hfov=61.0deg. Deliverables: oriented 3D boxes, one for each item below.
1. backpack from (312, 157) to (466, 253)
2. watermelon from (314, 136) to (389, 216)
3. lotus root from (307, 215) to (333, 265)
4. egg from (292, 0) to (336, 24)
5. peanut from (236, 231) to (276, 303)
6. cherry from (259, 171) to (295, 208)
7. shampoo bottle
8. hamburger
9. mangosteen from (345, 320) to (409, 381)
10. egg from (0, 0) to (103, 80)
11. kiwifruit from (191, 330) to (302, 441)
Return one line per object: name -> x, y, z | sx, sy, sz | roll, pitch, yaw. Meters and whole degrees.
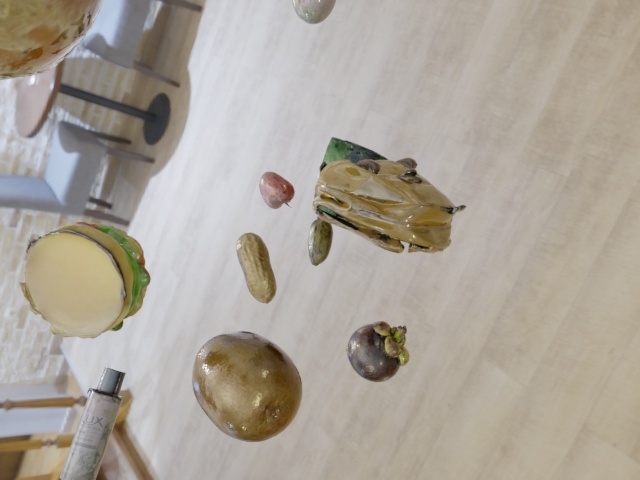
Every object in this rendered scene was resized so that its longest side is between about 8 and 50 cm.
backpack -> 0.181, -0.101, 1.406 | 0.377, 0.353, 0.201 | 25, 111, 27
watermelon -> 0.124, -0.130, 1.708 | 0.292, 0.319, 0.222 | 23, 72, 4
lotus root -> 0.000, 0.000, 1.793 | 0.080, 0.089, 0.180 | 4, 71, 5
egg -> -0.013, -0.554, 1.216 | 0.103, 0.103, 0.135 | 14, 96, 46
peanut -> -0.192, 0.084, 1.658 | 0.095, 0.108, 0.226 | -18, 89, 2
cherry -> -0.140, -0.151, 1.686 | 0.126, 0.087, 0.106 | 32, 123, 4
shampoo bottle -> -0.436, 0.357, 1.056 | 0.072, 0.072, 0.214 | -4, 65, 45
hamburger -> -0.436, 0.070, 1.054 | 0.236, 0.149, 0.237 | 2, 103, 11
mangosteen -> 0.196, 0.348, 1.745 | 0.217, 0.192, 0.192 | -38, 57, 32
egg -> -0.262, -0.227, 0.416 | 0.194, 0.195, 0.233 | -21, 37, 41
kiwifruit -> -0.147, 0.274, 1.053 | 0.233, 0.195, 0.196 | 16, 93, 53
